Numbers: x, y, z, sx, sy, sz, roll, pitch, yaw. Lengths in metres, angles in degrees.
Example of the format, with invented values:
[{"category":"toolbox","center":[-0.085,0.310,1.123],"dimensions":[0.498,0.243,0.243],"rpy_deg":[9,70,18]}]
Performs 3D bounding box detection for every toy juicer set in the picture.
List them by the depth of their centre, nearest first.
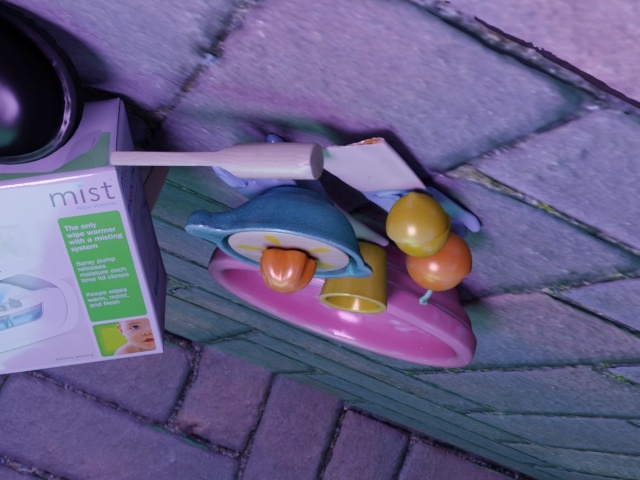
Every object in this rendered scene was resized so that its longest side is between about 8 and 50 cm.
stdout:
[{"category":"toy juicer set","center":[0.000,0.000,0.905],"dimensions":[0.209,0.089,0.329],"rpy_deg":[-7,156,43]}]

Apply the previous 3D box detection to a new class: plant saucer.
[{"category":"plant saucer","center":[0.033,0.058,1.243],"dimensions":[0.332,0.084,0.332],"rpy_deg":[19,167,4]}]

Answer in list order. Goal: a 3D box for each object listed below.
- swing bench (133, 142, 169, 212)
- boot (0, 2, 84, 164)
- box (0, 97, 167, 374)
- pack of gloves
[{"category":"swing bench","center":[-0.341,-0.064,1.135],"dimensions":[0.253,0.165,0.255],"rpy_deg":[27,164,-26]},{"category":"boot","center":[-0.367,-0.123,0.750],"dimensions":[0.348,0.131,0.260],"rpy_deg":[22,-159,-5]},{"category":"box","center":[-0.295,0.002,0.991],"dimensions":[0.262,0.126,0.231],"rpy_deg":[-7,131,-2]},{"category":"pack of gloves","center":[0.027,-0.053,0.948],"dimensions":[0.195,0.046,0.232],"rpy_deg":[-3,159,32]}]
